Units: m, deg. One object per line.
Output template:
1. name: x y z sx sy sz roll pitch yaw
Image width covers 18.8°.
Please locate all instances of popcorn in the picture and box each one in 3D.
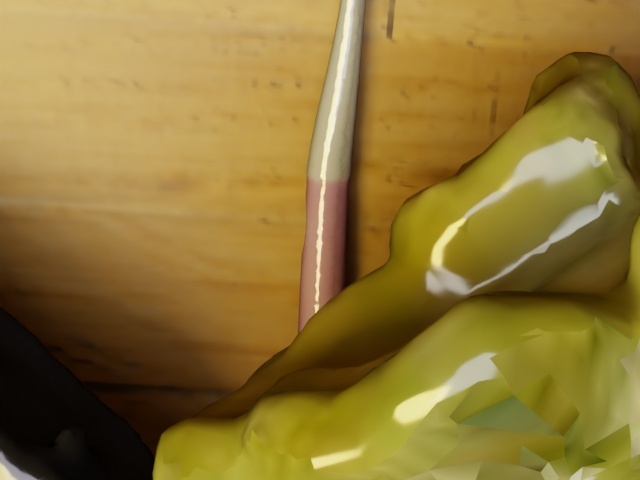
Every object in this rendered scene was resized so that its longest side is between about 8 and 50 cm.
1. popcorn: 0.095 0.099 0.506 0.312 0.312 0.312 0 109 -1

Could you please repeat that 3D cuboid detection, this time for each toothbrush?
1. toothbrush: 0.000 0.000 0.615 0.025 0.020 0.286 4 108 6

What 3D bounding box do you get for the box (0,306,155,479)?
1. box: -0.223 0.094 0.585 0.290 0.073 0.289 43 105 2
